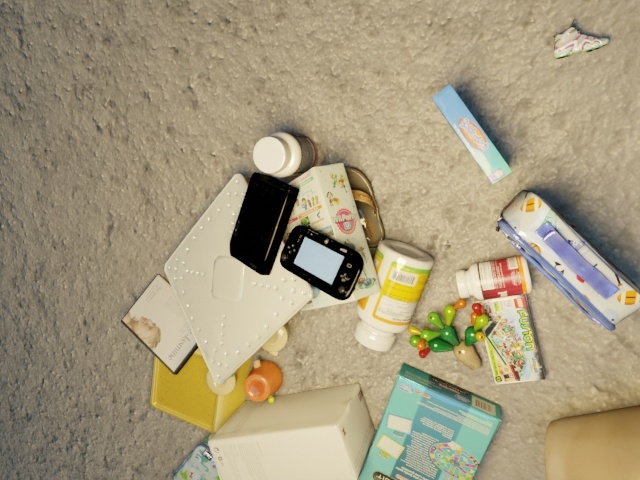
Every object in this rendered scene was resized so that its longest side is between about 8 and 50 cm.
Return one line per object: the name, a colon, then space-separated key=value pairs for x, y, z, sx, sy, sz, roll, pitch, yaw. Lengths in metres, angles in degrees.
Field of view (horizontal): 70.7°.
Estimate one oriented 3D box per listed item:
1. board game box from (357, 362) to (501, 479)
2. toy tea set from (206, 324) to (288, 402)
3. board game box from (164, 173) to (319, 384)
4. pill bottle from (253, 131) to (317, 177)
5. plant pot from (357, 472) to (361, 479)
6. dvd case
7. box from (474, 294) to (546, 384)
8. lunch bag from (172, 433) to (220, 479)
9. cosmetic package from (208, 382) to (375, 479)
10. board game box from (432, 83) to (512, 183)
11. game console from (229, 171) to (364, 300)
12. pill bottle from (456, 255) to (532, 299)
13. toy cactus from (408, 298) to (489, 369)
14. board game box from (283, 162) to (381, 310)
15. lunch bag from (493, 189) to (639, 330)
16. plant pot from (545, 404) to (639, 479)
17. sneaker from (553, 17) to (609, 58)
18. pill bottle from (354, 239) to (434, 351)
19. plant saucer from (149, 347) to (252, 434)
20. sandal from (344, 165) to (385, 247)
board game box: x=0.268 y=0.518 z=1.147 sx=0.253 sy=0.079 sz=0.337 roll=21 pitch=107 yaw=15
toy tea set: x=-0.177 y=0.284 z=1.253 sx=0.199 sy=0.124 sz=0.337 roll=19 pitch=96 yaw=11
board game box: x=-0.222 y=0.098 z=1.159 sx=0.390 sy=0.050 sz=0.390 roll=-46 pitch=63 yaw=25
pill bottle: x=-0.085 y=-0.206 z=1.086 sx=0.107 sy=0.180 sz=0.108 roll=4 pitch=101 yaw=19
plant pot: x=0.066 y=0.801 z=1.135 sx=0.340 sy=0.334 sz=0.342 roll=4 pitch=102 yaw=20
dvd case: x=-0.453 y=0.244 z=1.330 sx=0.253 sy=0.022 sz=0.180 roll=36 pitch=85 yaw=20
box: x=0.442 y=0.227 z=1.053 sx=0.113 sy=0.036 sz=0.207 roll=-14 pitch=95 yaw=21
lunch bag: x=-0.344 y=0.724 z=1.403 sx=0.176 sy=0.090 sz=0.219 roll=42 pitch=112 yaw=5
cosmetic package: x=-0.071 y=0.520 z=1.200 sx=0.384 sy=0.217 sz=0.157 roll=-15 pitch=96 yaw=24
board game box: x=0.319 y=-0.220 z=0.949 sx=0.047 sy=0.160 sz=0.210 roll=-35 pitch=88 yaw=21
game console: x=-0.055 y=-0.001 z=0.986 sx=0.361 sy=0.043 sz=0.214 roll=27 pitch=103 yaw=34
pill bottle: x=0.390 y=0.088 z=1.020 sx=0.151 sy=0.086 sz=0.086 roll=-12 pitch=96 yaw=22
toy cactus: x=0.318 y=0.239 z=1.063 sx=0.218 sy=0.112 sz=0.180 roll=-36 pitch=104 yaw=30
board game box: x=0.000 y=0.000 z=1.071 sx=0.224 sy=0.097 sz=0.304 roll=-21 pitch=86 yaw=52
lunch bag: x=0.476 y=0.025 z=0.893 sx=0.303 sy=0.243 sz=0.115 roll=44 pitch=111 yaw=6
plant pot: x=0.630 y=0.479 z=0.914 sx=0.280 sy=0.323 sz=0.324 roll=-12 pitch=96 yaw=38
sneaker: x=0.521 y=-0.412 z=0.906 sx=0.098 sy=0.038 sz=0.069 roll=-7 pitch=98 yaw=20
pill bottle: x=0.166 y=0.134 z=1.082 sx=0.136 sy=0.136 sz=0.246 roll=23 pitch=107 yaw=15
plant saucer: x=-0.387 y=0.422 z=1.367 sx=0.332 sy=0.081 sz=0.333 roll=14 pitch=104 yaw=17
sandal: x=0.093 y=-0.081 z=1.110 sx=0.089 sy=0.060 sz=0.220 roll=-19 pitch=93 yaw=22
